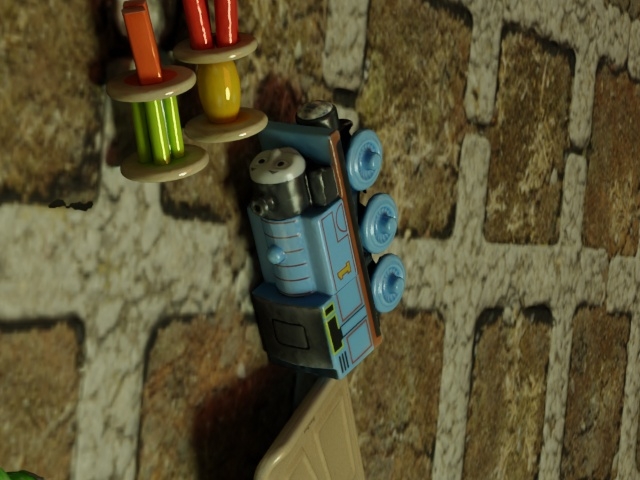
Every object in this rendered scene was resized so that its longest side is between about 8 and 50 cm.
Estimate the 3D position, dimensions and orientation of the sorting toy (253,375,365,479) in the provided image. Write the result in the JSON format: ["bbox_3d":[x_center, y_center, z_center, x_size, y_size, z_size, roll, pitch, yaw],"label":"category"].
[{"bbox_3d":[-0.005,0.199,1.123,0.193,0.038,0.208,-49,136,-65],"label":"sorting toy"}]

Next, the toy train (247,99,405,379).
[{"bbox_3d":[0.000,0.000,1.094,0.105,0.080,0.184,-42,131,-43],"label":"toy train"}]

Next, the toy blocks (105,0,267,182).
[{"bbox_3d":[-0.083,-0.123,0.946,0.123,0.054,0.148,-39,127,-53],"label":"toy blocks"}]

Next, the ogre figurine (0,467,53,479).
[{"bbox_3d":[-0.193,0.151,0.768,0.197,0.097,0.118,35,82,-41],"label":"ogre figurine"}]
